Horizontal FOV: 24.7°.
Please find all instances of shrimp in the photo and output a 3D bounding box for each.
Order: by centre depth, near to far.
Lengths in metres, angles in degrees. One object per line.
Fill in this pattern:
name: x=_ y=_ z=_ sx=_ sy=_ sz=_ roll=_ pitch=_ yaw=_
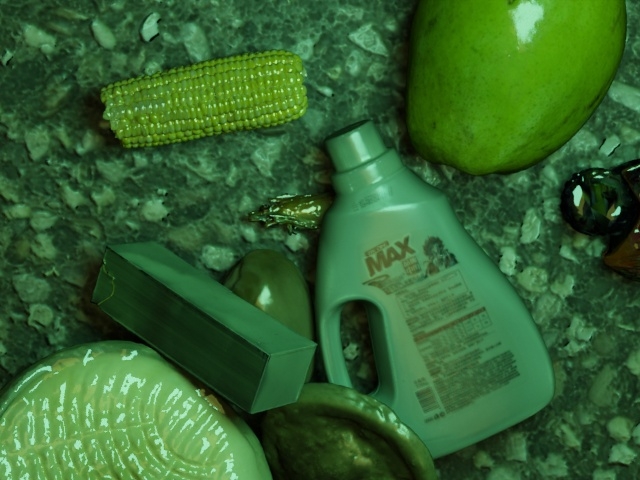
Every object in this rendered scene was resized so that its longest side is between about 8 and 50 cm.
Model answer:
shrimp: x=0.000 y=0.000 z=1.786 sx=0.178 sy=0.034 sz=0.124 roll=-7 pitch=99 yaw=-13

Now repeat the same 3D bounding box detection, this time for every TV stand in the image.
TV stand: x=-0.138 y=0.095 z=1.673 sx=0.269 sy=0.088 sz=0.083 roll=32 pitch=113 yaw=32

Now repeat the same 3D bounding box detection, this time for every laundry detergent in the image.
laundry detergent: x=0.095 y=0.056 z=1.739 sx=0.264 sy=0.125 sz=0.398 roll=-24 pitch=101 yaw=1

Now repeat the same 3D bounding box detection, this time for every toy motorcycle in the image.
toy motorcycle: x=0.503 y=-0.045 z=1.782 sx=0.401 sy=0.134 sz=0.207 roll=-21 pitch=96 yaw=-2

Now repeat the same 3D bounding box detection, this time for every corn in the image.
corn: x=-0.136 y=-0.167 z=1.729 sx=0.244 sy=0.093 sz=0.093 roll=-9 pitch=95 yaw=-4

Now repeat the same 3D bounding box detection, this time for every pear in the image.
pear: x=0.220 y=-0.220 z=1.683 sx=0.252 sy=0.253 sz=0.307 roll=17 pitch=96 yaw=-7

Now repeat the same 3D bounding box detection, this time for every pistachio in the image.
pistachio: x=-0.064 y=0.101 z=1.753 sx=0.126 sy=0.108 sz=0.186 roll=-18 pitch=103 yaw=-25

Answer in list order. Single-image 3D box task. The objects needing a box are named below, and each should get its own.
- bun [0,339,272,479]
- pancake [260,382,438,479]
bun: x=-0.242 y=0.300 z=1.693 sx=0.364 sy=0.202 sz=0.364 roll=3 pitch=76 yaw=-12
pancake: x=0.032 y=0.271 z=1.733 sx=0.241 sy=0.050 sz=0.242 roll=16 pitch=130 yaw=19
